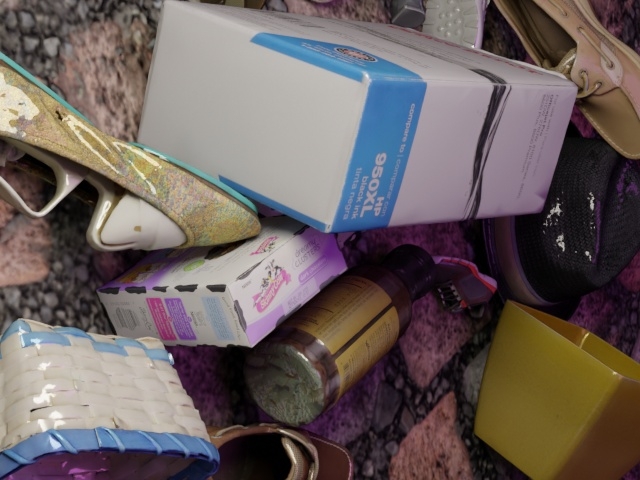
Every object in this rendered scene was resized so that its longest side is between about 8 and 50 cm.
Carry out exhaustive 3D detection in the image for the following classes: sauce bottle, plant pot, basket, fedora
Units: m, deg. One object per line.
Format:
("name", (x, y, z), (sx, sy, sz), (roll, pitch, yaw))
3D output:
("sauce bottle", (0.039, 0.097, 1.555), (0.344, 0.111, 0.111), (-34, 111, -54))
("plant pot", (0.334, 0.227, 1.808), (0.212, 0.212, 0.187), (20, 102, -45))
("basket", (-0.208, 0.229, 1.193), (0.254, 0.201, 0.289), (18, 42, -45))
("fedora", (0.367, -0.035, 1.914), (0.334, 0.152, 0.334), (6, 81, -47))

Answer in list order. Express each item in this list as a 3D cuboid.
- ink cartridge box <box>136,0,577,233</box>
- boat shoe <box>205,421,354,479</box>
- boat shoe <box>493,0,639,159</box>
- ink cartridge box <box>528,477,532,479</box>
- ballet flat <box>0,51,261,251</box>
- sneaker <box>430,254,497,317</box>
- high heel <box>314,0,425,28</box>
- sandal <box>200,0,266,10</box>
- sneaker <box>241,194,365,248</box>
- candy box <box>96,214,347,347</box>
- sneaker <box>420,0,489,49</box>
("ink cartridge box", (0.049, -0.137, 1.443), (0.394, 0.285, 0.166), (-6, 115, -49))
("boat shoe", (-0.058, 0.254, 1.437), (0.324, 0.116, 0.123), (10, 79, -52))
("boat shoe", (0.349, -0.239, 1.830), (0.110, 0.121, 0.341), (-40, 94, -35))
("ink cartridge box", (0.380, 0.287, 1.933), (0.061, 0.104, 0.181), (45, 56, -36))
("ballet flat", (-0.220, -0.056, 1.258), (0.348, 0.123, 0.123), (31, 63, -22))
("sneaker", (0.181, 0.063, 1.771), (0.158, 0.061, 0.065), (27, 74, -43))
("high heel", (0.021, -0.380, 1.639), (0.261, 0.093, 0.186), (21, 50, -34))
("sandal", (-0.096, -0.344, 1.499), (0.060, 0.090, 0.219), (7, 73, -69))
("sneaker", (0.000, 0.000, 1.532), (0.235, 0.094, 0.153), (2, 105, -39))
("candy box", (-0.100, 0.040, 1.356), (0.165, 0.196, 0.070), (-37, 114, -43))
("sneaker", (0.193, -0.311, 1.802), (0.094, 0.090, 0.235), (13, 78, -56))
